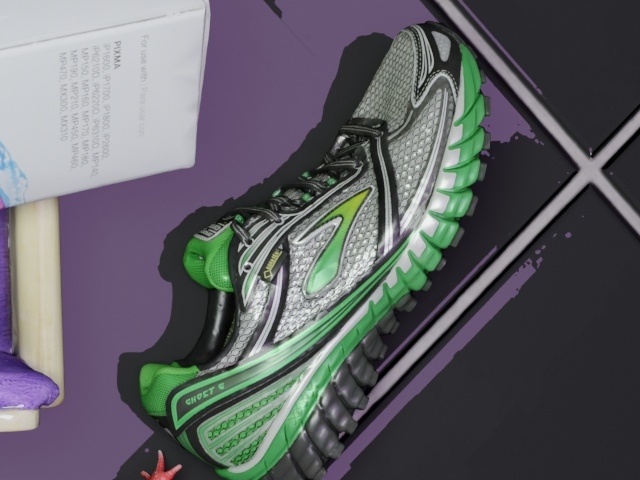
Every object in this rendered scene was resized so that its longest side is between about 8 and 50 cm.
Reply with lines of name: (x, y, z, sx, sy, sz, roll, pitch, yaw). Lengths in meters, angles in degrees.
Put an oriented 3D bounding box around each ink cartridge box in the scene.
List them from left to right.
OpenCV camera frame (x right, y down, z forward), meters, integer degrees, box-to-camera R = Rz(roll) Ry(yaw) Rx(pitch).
ink cartridge box: (-0.248, -0.122, 1.110, 0.306, 0.226, 0.131, -12, 135, -23)

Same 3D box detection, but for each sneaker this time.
sneaker: (0.000, 0.000, 1.258, 0.146, 0.134, 0.343, 30, 83, -14)

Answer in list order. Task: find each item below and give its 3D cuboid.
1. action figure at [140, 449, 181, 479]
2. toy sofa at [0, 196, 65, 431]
action figure: (-0.125, 0.259, 1.257, 0.091, 0.139, 0.280, 37, 103, -17)
toy sofa: (-0.339, 0.036, 1.130, 0.363, 0.177, 0.150, -2, 96, -16)
